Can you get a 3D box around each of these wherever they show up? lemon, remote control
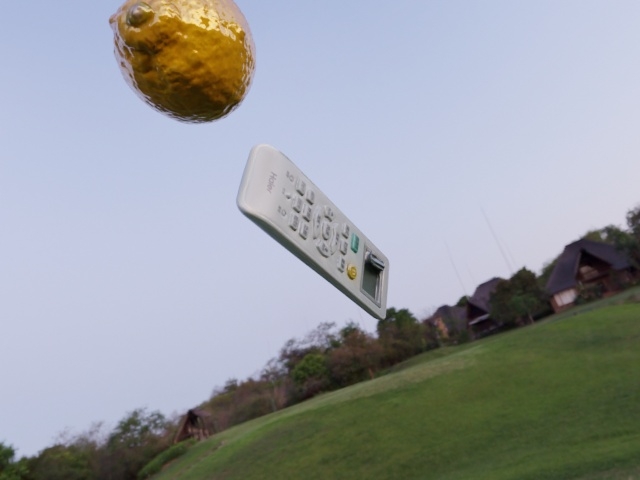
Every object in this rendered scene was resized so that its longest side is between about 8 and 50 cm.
[{"bbox_3d":[-0.139,-0.195,0.537,0.142,0.142,0.187,-22,-5,8],"label":"lemon"},{"bbox_3d":[0.001,0.000,0.672,0.051,0.103,0.293,-18,-42,35],"label":"remote control"}]
